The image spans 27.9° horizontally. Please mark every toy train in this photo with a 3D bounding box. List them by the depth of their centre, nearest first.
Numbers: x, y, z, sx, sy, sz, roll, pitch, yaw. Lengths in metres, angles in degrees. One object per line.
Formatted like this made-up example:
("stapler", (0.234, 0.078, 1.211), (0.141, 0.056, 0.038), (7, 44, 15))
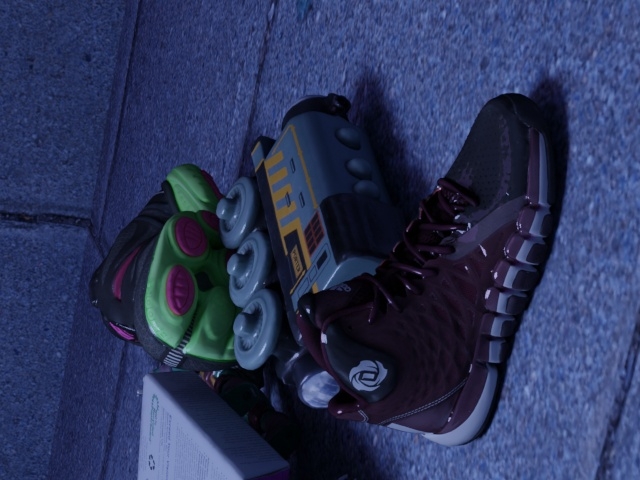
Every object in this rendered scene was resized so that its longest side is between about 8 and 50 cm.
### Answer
("toy train", (0.000, 0.000, 1.232), (0.190, 0.142, 0.334), (-56, 29, 30))

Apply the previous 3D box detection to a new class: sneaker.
("sneaker", (0.069, 0.021, 0.963), (0.106, 0.163, 0.281), (-138, 57, -67))
("sneaker", (-0.153, 0.060, 1.459), (0.202, 0.185, 0.483), (-48, 12, 7))

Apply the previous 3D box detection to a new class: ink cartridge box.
("ink cartridge box", (-0.100, 0.334, 1.247), (0.330, 0.071, 0.324), (32, 120, 57))

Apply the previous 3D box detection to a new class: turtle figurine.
("turtle figurine", (-0.115, 0.170, 1.468), (0.234, 0.175, 0.118), (24, 88, 62))

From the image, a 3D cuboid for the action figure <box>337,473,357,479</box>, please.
("action figure", (0.013, 0.341, 1.107), (0.185, 0.099, 0.285), (107, 169, -69))
